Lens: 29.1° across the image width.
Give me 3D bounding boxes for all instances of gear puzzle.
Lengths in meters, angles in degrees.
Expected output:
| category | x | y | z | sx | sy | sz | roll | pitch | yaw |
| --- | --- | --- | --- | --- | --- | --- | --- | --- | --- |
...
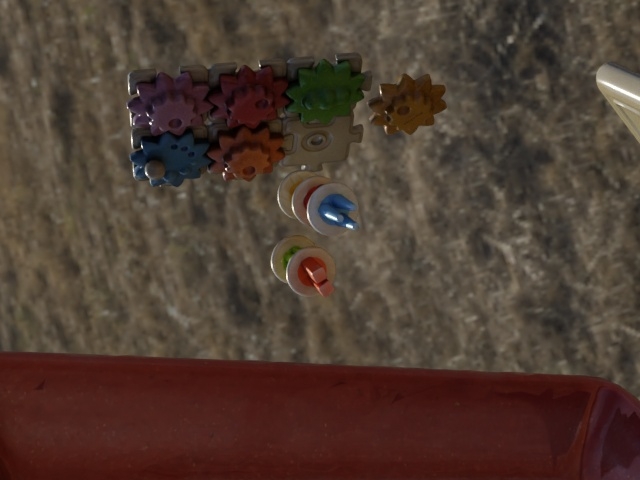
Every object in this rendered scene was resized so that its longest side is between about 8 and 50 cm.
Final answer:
| category | x | y | z | sx | sy | sz | roll | pitch | yaw |
| --- | --- | --- | --- | --- | --- | --- | --- | --- | --- |
| gear puzzle | -0.029 | -0.116 | 1.283 | 0.175 | 0.339 | 0.044 | 98 | 162 | -51 |

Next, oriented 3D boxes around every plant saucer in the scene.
| category | x | y | z | sx | sy | sz | roll | pitch | yaw |
| --- | --- | --- | --- | --- | --- | --- | --- | --- | --- |
| plant saucer | 0.045 | 0.118 | 0.325 | 0.259 | 0.258 | 0.048 | 48 | 127 | 55 |

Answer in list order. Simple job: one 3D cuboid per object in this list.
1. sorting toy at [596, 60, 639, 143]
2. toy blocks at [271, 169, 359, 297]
| category | x | y | z | sx | sy | sz | roll | pitch | yaw |
| --- | --- | --- | --- | --- | --- | --- | --- | --- | --- |
| sorting toy | 0.416 | -0.061 | 1.229 | 0.229 | 0.041 | 0.307 | 49 | 178 | -33 |
| toy blocks | 0.000 | 0.000 | 1.209 | 0.148 | 0.054 | 0.123 | -150 | 64 | -69 |
